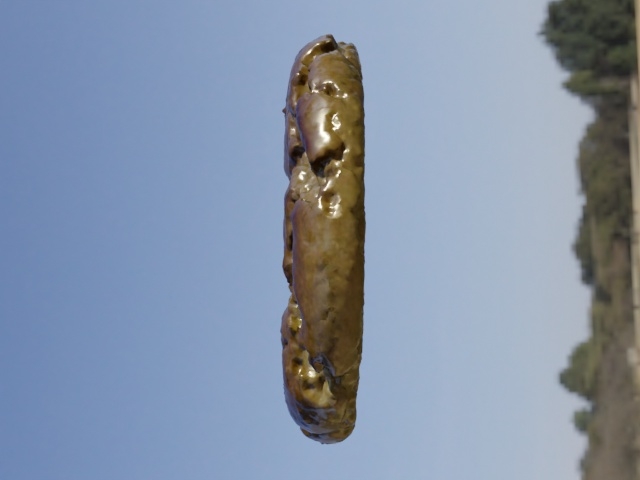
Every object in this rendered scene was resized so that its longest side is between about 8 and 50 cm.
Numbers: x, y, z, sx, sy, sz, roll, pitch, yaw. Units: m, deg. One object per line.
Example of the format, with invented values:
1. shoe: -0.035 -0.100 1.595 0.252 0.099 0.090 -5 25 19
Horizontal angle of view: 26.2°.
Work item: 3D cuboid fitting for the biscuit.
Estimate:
1. biscuit: 0.000 0.000 0.720 0.226 0.042 0.226 -179 90 -88
